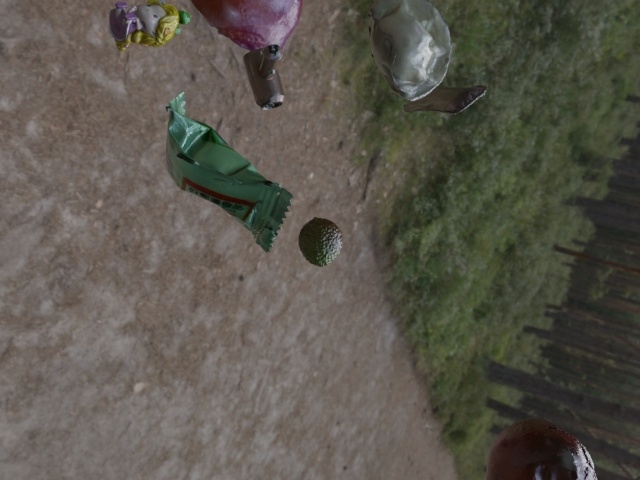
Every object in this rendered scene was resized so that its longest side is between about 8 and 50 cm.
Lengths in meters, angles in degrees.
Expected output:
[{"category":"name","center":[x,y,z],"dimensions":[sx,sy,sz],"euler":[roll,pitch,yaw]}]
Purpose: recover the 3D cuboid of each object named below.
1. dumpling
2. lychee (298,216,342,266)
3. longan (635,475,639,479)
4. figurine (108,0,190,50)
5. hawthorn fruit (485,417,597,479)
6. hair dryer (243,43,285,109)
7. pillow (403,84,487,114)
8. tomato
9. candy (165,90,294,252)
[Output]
[{"category":"dumpling","center":[0.201,-0.438,1.325],"dimensions":[0.142,0.173,0.246],"euler":[31,40,-89]},{"category":"lychee","center":[0.000,0.000,1.473],"dimensions":[0.146,0.114,0.114],"euler":[-98,-179,-48]},{"category":"longan","center":[0.839,0.648,1.206],"dimensions":[0.404,0.436,0.403],"euler":[-17,129,-21]},{"category":"figurine","center":[-0.348,-0.431,1.222],"dimensions":[0.156,0.094,0.115],"euler":[-28,174,-39]},{"category":"hawthorn fruit","center":[0.302,0.317,0.837],"dimensions":[0.172,0.148,0.148],"euler":[-57,157,-72]},{"category":"hair dryer","center":[-0.102,-0.336,1.173],"dimensions":[0.182,0.064,0.117],"euler":[155,-81,-77]},{"category":"pillow","center":[0.318,-0.367,1.551],"dimensions":[0.131,0.233,0.038],"euler":[-40,120,-14]},{"category":"tomato","center":[-0.167,-0.617,1.425],"dimensions":[0.290,0.176,0.334],"euler":[2,67,-43]},{"category":"candy","center":[-0.247,-0.158,1.541],"dimensions":[0.172,0.398,0.263],"euler":[-51,175,-28]}]
